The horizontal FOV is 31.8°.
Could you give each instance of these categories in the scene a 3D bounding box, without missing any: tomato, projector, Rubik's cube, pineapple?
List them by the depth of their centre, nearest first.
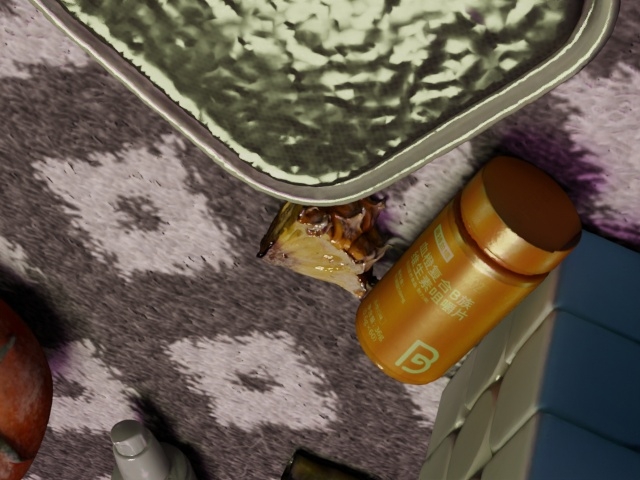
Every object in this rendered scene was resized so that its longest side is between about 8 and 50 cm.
[{"bbox_3d":[0.014,-0.205,0.586,0.248,0.249,0.248,40,136,-22],"label":"projector"},{"bbox_3d":[0.250,0.220,0.916,0.291,0.290,0.291,23,139,-1],"label":"Rubik's cube"},{"bbox_3d":[0.000,0.000,0.951,0.116,0.069,0.137,-5,134,26],"label":"pineapple"},{"bbox_3d":[-0.417,0.164,1.165,0.264,0.265,0.265,12,138,11],"label":"tomato"}]

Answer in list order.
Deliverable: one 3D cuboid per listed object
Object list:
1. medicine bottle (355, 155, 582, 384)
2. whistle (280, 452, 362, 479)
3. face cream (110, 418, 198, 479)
[{"bbox_3d":[0.113,0.029,0.896,0.096,0.096,0.192,30,131,-11],"label":"medicine bottle"},{"bbox_3d":[0.109,0.325,1.265,0.326,0.057,0.068,21,142,0],"label":"whistle"},{"bbox_3d":[-0.194,0.294,1.324,0.101,0.101,0.252,5,136,18],"label":"face cream"}]
